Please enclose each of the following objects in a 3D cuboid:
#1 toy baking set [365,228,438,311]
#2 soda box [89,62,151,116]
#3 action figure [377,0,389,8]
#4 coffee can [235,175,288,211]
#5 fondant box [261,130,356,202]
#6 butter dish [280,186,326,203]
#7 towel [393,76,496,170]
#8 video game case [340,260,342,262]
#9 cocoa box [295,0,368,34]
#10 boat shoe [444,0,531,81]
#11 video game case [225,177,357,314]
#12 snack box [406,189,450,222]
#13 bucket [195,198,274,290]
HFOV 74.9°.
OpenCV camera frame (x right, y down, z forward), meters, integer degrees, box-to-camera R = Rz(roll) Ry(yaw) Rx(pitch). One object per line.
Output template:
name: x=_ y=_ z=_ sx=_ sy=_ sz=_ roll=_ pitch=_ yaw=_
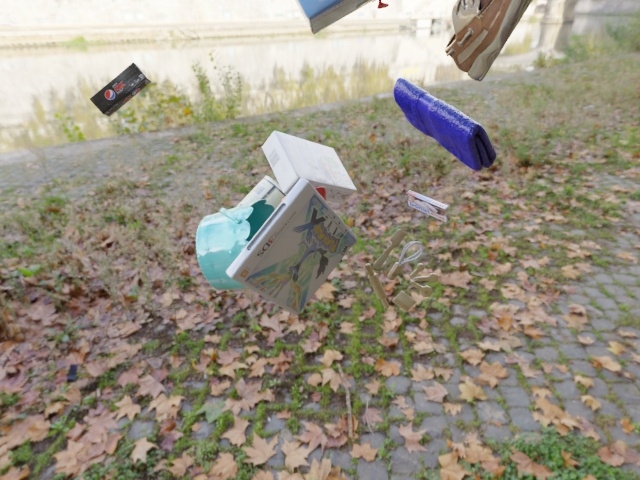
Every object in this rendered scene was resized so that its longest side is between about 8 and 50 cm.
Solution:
toy baking set: x=0.239 y=0.096 z=1.270 sx=0.197 sy=0.256 sz=0.030 roll=-26 pitch=15 yaw=15
soda box: x=-0.586 y=-0.443 z=1.231 sx=0.169 sy=0.060 sz=0.053 roll=-40 pitch=10 yaw=0
action figure: x=0.248 y=-0.983 z=1.464 sx=0.139 sy=0.280 sz=0.091 roll=-27 pitch=62 yaw=-8
coffee can: x=-0.251 y=-0.106 z=1.760 sx=0.275 sy=0.201 sz=0.202 roll=-47 pitch=40 yaw=-5
fondant box: x=-0.038 y=-0.277 z=1.625 sx=0.331 sy=0.096 sz=0.238 roll=3 pitch=52 yaw=-46
butter dish: x=-0.069 y=-0.091 z=1.296 sx=0.160 sy=0.159 sz=0.118 roll=-23 pitch=37 yaw=-33
towel: x=0.345 y=-0.325 z=1.192 sx=0.228 sy=0.076 sz=0.308 roll=25 pitch=19 yaw=-53
video game case: x=0.000 y=0.000 z=1.651 sx=0.042 sy=0.231 sz=0.210 roll=-25 pitch=-5 yaw=-14
cocoa box: x=-0.005 y=-0.656 z=0.856 sx=0.232 sy=0.346 sz=0.228 roll=-27 pitch=16 yaw=11
boat shoe: x=0.286 y=-0.394 z=0.729 sx=0.117 sy=0.123 sz=0.324 roll=32 pitch=-5 yaw=7
video game case: x=-0.058 y=0.035 z=1.135 sx=0.036 sy=0.329 sz=0.299 roll=35 pitch=85 yaw=37
snack box: x=0.382 y=-0.123 z=1.489 sx=0.022 sy=0.064 sz=0.178 roll=-39 pitch=42 yaw=-17
bucket: x=-0.231 y=0.021 z=1.263 sx=0.183 sy=0.280 sz=0.281 roll=-9 pitch=26 yaw=15
